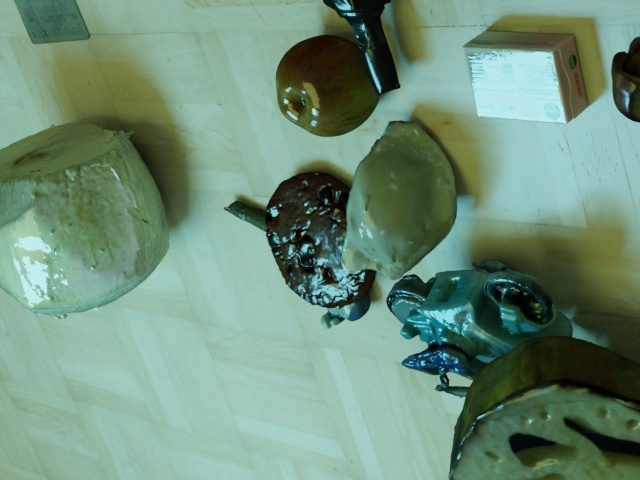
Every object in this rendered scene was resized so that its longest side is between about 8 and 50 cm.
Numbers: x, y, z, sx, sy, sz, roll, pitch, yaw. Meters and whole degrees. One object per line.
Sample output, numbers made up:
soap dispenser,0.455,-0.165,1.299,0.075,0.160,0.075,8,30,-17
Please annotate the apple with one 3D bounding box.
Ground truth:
apple,0.007,-0.186,1.756,0.126,0.102,0.126,28,138,29

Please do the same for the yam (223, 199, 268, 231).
yam,-0.085,-0.029,2.052,0.129,0.027,0.033,27,176,29

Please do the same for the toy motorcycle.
toy motorcycle,0.207,0.111,1.756,0.260,0.154,0.206,-7,132,51

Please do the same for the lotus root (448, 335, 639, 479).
lotus root,0.338,0.270,1.687,0.375,0.111,0.390,-13,124,33

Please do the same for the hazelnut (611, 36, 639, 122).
hazelnut,0.325,-0.160,1.454,0.086,0.086,0.086,29,138,30

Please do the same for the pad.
pad,-0.436,-0.412,2.140,0.159,0.009,0.265,3,122,46

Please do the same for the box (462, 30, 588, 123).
box,0.221,-0.178,1.575,0.125,0.043,0.089,12,127,42

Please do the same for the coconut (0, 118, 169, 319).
coconut,-0.368,-0.022,2.159,0.297,0.297,0.254,5,121,46

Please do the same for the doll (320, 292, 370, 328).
doll,0.031,0.077,1.995,0.083,0.050,0.076,-11,97,52

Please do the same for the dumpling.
dumpling,0.096,-0.042,1.759,0.136,0.118,0.199,23,102,-7

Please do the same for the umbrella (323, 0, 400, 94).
umbrella,0.025,-0.319,1.632,0.118,0.118,0.340,10,130,44

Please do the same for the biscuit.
biscuit,0.000,0.000,1.937,0.192,0.049,0.192,16,116,36
